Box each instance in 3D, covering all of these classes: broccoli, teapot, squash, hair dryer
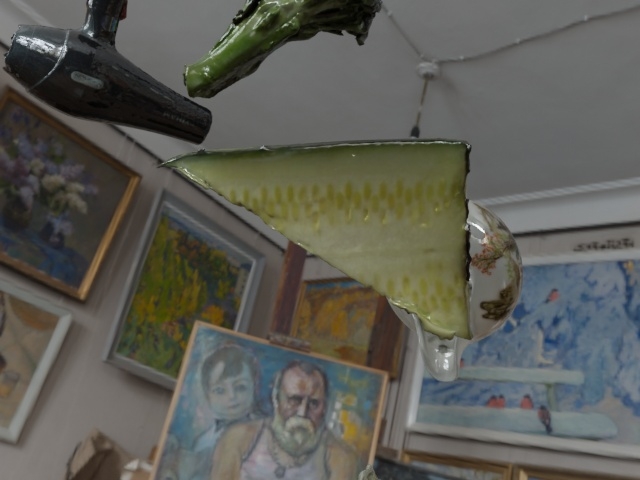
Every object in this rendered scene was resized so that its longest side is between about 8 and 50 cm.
[{"bbox_3d":[-0.060,-0.293,0.922,0.304,0.146,0.165,-32,-19,3],"label":"broccoli"},{"bbox_3d":[0.166,0.032,0.910,0.204,0.298,0.139,-16,-1,40],"label":"teapot"},{"bbox_3d":[0.000,0.000,0.575,0.252,0.170,0.093,-2,9,7],"label":"squash"},{"bbox_3d":[-0.194,-0.251,0.737,0.235,0.272,0.091,19,9,-30],"label":"hair dryer"}]

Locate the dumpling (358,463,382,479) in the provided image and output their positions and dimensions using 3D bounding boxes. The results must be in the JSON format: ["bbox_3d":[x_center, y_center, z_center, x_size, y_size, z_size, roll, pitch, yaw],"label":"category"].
[{"bbox_3d":[0.033,0.415,0.912,0.146,0.193,0.258,21,-62,15],"label":"dumpling"}]
